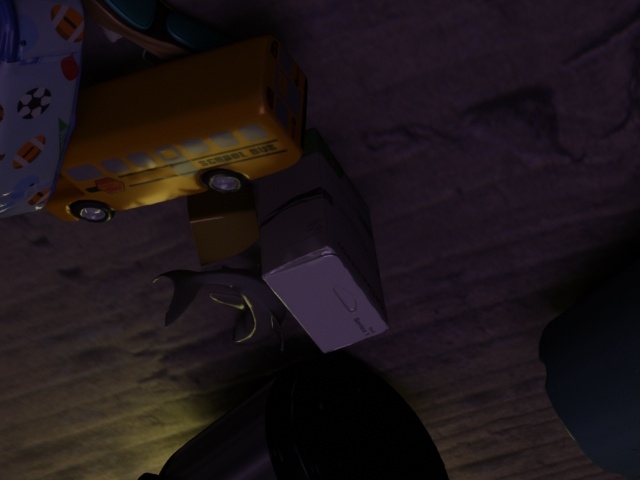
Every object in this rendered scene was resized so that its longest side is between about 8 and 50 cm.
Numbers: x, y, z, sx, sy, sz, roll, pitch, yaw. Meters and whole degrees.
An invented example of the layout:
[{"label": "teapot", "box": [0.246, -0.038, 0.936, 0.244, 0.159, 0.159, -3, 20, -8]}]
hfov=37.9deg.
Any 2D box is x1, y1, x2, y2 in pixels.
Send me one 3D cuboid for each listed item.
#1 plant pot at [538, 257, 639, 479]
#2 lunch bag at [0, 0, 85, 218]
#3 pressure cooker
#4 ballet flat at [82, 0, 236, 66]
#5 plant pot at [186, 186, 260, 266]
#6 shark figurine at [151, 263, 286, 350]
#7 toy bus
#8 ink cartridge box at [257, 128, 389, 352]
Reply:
[{"label": "plant pot", "box": [0.500, 0.146, 1.246, 0.341, 0.341, 0.334, 29, 132, -27]}, {"label": "lunch bag", "box": [-0.359, -0.172, 0.941, 0.115, 0.243, 0.303, -23, 149, -47]}, {"label": "pressure cooker", "box": [-0.053, 0.421, 1.416, 0.420, 0.375, 0.369, -38, 86, 28]}, {"label": "ballet flat", "box": [-0.187, -0.224, 0.999, 0.232, 0.080, 0.073, 31, 134, -28]}, {"label": "plant pot", "box": [-0.121, -0.028, 1.184, 0.083, 0.081, 0.081, -10, 133, -2]}, {"label": "shark figurine", "box": [-0.090, 0.095, 1.232, 0.166, 0.116, 0.278, -26, 154, 10]}, {"label": "toy bus", "box": [-0.176, -0.114, 1.021, 0.333, 0.108, 0.130, -11, 150, 23]}, {"label": "ink cartridge box", "box": [0.000, 0.000, 1.121, 0.093, 0.219, 0.160, -23, 130, 16]}]
